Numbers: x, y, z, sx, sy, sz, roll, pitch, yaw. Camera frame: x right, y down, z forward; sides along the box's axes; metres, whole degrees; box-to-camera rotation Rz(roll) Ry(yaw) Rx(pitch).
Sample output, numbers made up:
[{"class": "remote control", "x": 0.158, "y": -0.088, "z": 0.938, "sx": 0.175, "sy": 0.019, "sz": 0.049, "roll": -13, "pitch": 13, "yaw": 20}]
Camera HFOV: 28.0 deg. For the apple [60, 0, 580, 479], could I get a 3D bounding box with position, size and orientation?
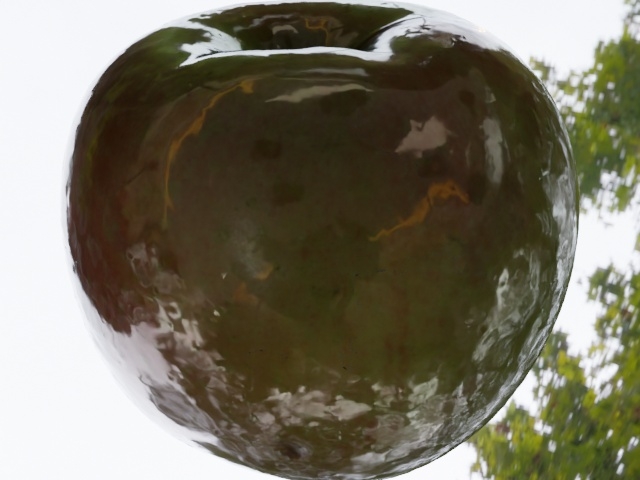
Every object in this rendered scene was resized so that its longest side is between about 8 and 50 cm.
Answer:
[{"class": "apple", "x": 0.000, "y": 0.000, "z": 0.783, "sx": 0.319, "sy": 0.319, "sz": 0.277, "roll": -1, "pitch": -68, "yaw": 0}]
